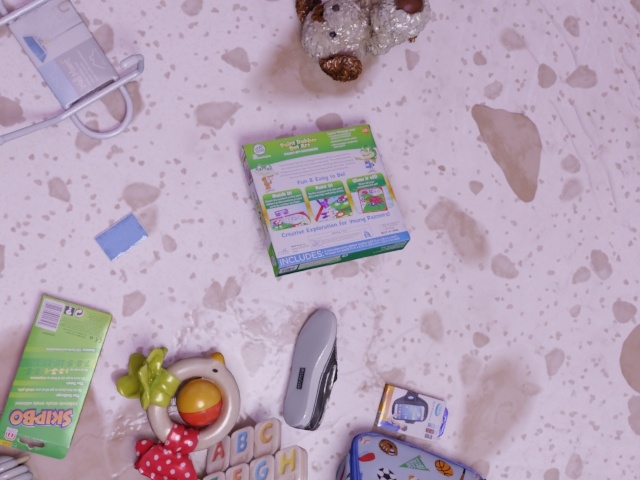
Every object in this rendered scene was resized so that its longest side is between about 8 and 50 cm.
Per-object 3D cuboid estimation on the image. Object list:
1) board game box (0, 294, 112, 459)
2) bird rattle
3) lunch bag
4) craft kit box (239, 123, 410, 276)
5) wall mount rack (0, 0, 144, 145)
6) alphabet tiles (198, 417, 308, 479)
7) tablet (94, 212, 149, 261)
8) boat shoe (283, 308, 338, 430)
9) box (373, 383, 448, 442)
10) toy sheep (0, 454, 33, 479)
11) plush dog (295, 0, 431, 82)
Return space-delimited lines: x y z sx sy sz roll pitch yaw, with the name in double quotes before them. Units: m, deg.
"board game box" -0.459 0.236 1.385 0.124 0.039 0.259 18 80 -9
"bird rattle" -0.234 0.297 1.377 0.207 0.143 0.253 -18 91 -19
"lunch bag" 0.175 0.472 1.383 0.303 0.243 0.115 21 115 -10
"craft kit box" 0.005 -0.077 1.445 0.250 0.061 0.247 -11 71 -16
"wall mount rack" -0.487 -0.313 1.372 0.304 0.130 0.350 -34 92 -12
"alphabet tiles" -0.135 0.437 1.320 0.021 0.284 0.278 37 39 -38
"tablet" -0.355 -0.006 1.438 0.083 0.006 0.054 -36 93 -11
"boat shoe" -0.007 0.236 1.462 0.070 0.078 0.219 27 75 -43
"box" 0.176 0.327 1.508 0.136 0.028 0.081 17 82 -8
"toy sheep" -0.520 0.403 1.337 0.091 0.091 0.132 -25 77 -12
"plush dog" 0.069 -0.406 1.488 0.225 0.210 0.262 -25 63 2
